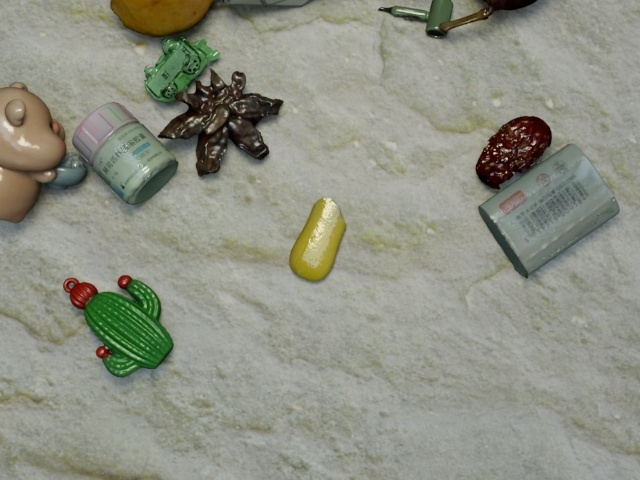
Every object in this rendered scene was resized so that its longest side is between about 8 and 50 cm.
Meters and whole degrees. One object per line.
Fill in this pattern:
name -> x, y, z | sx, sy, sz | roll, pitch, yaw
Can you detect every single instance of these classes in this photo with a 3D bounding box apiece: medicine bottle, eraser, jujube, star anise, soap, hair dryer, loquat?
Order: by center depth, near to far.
loquat -> -0.299, -0.497, 1.384 | 0.234, 0.176, 0.187 | -23, 105, 2
medicine bottle -> -0.380, -0.169, 1.387 | 0.135, 0.135, 0.168 | -44, 87, -2
star anise -> -0.191, -0.226, 1.400 | 0.214, 0.099, 0.220 | 32, 88, -13
jujube -> 0.377, -0.181, 1.414 | 0.166, 0.104, 0.104 | -37, 89, 0
eraser -> 0.452, -0.059, 1.420 | 0.227, 0.081, 0.174 | -35, 93, -2
soap -> 0.000, 0.000, 1.435 | 0.089, 0.033, 0.169 | 27, 88, -2
hair dryer -> 0.191, -0.462, 1.455 | 0.150, 0.047, 0.071 | 12, 84, 10

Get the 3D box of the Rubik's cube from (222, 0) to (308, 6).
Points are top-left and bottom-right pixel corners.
Rubik's cube -> -0.079, -0.575, 1.332 | 0.205, 0.207, 0.205 | -15, 88, -41

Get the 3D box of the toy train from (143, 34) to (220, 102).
toy train -> -0.280, -0.342, 1.421 | 0.099, 0.081, 0.149 | 42, 99, 31

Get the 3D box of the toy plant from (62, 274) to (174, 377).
toy plant -> -0.387, 0.150, 1.402 | 0.154, 0.088, 0.240 | -27, 78, -13

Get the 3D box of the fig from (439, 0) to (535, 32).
fig -> 0.360, -0.514, 1.376 | 0.203, 0.186, 0.250 | 21, 76, -17

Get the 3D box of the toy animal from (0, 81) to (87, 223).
toy animal -> -0.592, -0.163, 1.355 | 0.221, 0.210, 0.230 | -31, 125, -6
